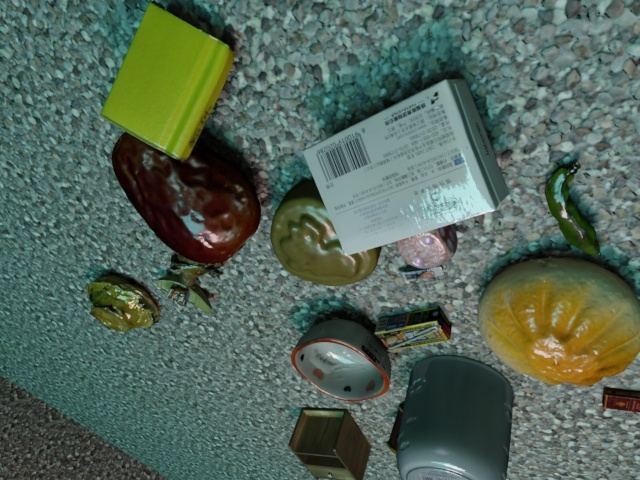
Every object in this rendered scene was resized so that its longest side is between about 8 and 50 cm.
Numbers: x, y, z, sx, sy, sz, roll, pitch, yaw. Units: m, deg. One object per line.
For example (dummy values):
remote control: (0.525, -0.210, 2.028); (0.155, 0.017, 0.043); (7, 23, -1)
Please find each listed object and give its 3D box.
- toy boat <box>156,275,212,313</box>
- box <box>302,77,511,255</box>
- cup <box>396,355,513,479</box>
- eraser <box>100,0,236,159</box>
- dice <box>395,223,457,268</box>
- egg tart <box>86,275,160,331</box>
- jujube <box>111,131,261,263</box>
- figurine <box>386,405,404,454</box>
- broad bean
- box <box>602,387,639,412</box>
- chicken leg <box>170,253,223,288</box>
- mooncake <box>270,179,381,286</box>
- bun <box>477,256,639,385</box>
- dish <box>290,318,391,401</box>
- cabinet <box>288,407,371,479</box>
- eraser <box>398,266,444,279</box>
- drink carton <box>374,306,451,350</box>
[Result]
toy boat: (-0.379, 0.152, 1.319); (0.172, 0.066, 0.065); (26, 132, 0)
box: (0.136, -0.114, 0.781); (0.274, 0.116, 0.203); (-20, 96, 36)
cup: (0.318, 0.504, 1.169); (0.259, 0.274, 0.356); (14, 132, 13)
eraser: (-0.262, -0.269, 0.820); (0.158, 0.069, 0.226); (30, 102, -4)
dice: (0.202, -0.008, 0.898); (0.091, 0.093, 0.094); (-19, 120, 36)
egg tart: (-0.619, 0.209, 1.453); (0.241, 0.106, 0.241); (11, 136, 11)
jujube: (-0.271, -0.098, 0.965); (0.318, 0.223, 0.223); (46, 132, -7)
figurine: (0.245, 0.530, 1.323); (0.082, 0.154, 0.098); (19, 176, 14)
broad bean: (0.426, -0.043, 0.800); (0.061, 0.046, 0.195); (-10, 123, 34)
box: (0.680, 0.358, 1.054); (0.082, 0.023, 0.051); (0, 128, 24)
chicken leg: (-0.332, 0.070, 1.219); (0.125, 0.080, 0.196); (38, 136, -28)
mooncake: (0.000, 0.000, 0.983); (0.235, 0.117, 0.234); (10, 132, 12)
bun: (0.450, 0.174, 0.898); (0.299, 0.164, 0.299); (12, 131, 13)
dish: (0.063, 0.293, 1.207); (0.256, 0.117, 0.256); (12, 133, 13)
cabinet: (0.035, 0.675, 1.534); (0.175, 0.148, 0.215); (-10, 125, 30)
eraser: (0.215, 0.068, 1.010); (0.099, 0.019, 0.027); (-11, 123, 30)
drink carton: (0.217, 0.211, 1.110); (0.166, 0.056, 0.071); (-20, 122, 35)
